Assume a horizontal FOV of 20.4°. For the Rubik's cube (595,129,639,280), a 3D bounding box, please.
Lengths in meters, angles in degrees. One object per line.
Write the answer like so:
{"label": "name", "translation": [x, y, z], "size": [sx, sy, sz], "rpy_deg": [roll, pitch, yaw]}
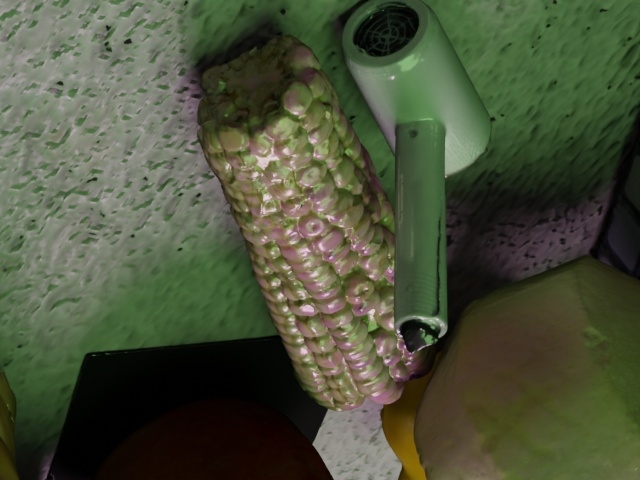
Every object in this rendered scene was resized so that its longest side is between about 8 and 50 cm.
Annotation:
{"label": "Rubik's cube", "translation": [0.425, 0.003, 1.397], "size": [0.292, 0.293, 0.287], "rpy_deg": [-10, 136, -23]}

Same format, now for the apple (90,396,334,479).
{"label": "apple", "translation": [-0.082, 0.237, 1.361], "size": [0.230, 0.230, 0.230], "rpy_deg": [-18, 139, -16]}

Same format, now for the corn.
{"label": "corn", "translation": [0.002, -0.002, 1.249], "size": [0.126, 0.126, 0.335], "rpy_deg": [-28, 141, -4]}

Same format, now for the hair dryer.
{"label": "hair dryer", "translation": [0.058, -0.036, 1.175], "size": [0.073, 0.236, 0.131], "rpy_deg": [-8, 146, 20]}

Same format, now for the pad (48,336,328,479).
{"label": "pad", "translation": [-0.094, 0.138, 1.428], "size": [0.243, 0.004, 0.164], "rpy_deg": [-3, 133, -30]}

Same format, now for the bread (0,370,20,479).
{"label": "bread", "translation": [-0.339, 0.202, 1.144], "size": [0.315, 0.270, 0.211], "rpy_deg": [-27, 128, 5]}

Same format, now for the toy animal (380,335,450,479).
{"label": "toy animal", "translation": [0.163, 0.149, 1.502], "size": [0.230, 0.156, 0.156], "rpy_deg": [-9, 136, -30]}

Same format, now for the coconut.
{"label": "coconut", "translation": [0.207, 0.138, 1.313], "size": [0.259, 0.259, 0.259], "rpy_deg": [-18, 139, -16]}
